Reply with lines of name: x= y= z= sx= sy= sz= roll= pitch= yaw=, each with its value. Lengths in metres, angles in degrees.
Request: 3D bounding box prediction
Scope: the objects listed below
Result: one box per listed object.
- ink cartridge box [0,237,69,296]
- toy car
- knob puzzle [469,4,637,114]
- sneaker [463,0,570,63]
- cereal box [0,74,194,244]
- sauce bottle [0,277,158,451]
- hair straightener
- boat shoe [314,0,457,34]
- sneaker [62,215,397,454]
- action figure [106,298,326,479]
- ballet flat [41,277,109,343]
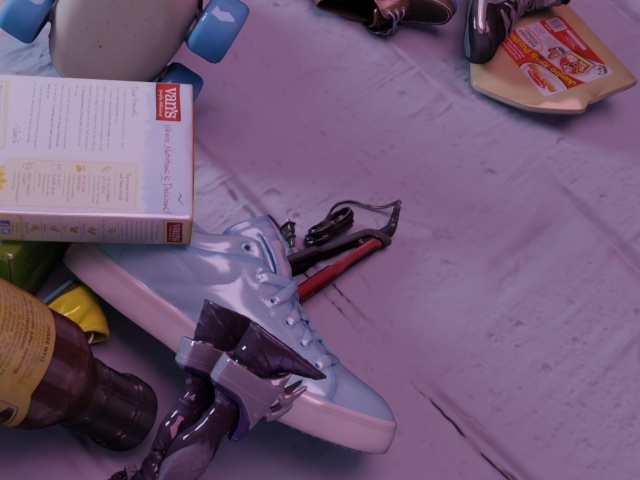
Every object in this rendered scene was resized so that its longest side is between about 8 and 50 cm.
ink cartridge box: x=-0.357 y=-0.070 z=1.226 sx=0.255 sy=0.097 sz=0.189 roll=24 pitch=52 yaw=10
toy car: x=-0.191 y=-0.285 z=1.376 sx=0.219 sy=0.210 sz=0.238 roll=31 pitch=39 yaw=-11
knob puzzle: x=0.273 y=-0.219 z=1.589 sx=0.213 sy=0.030 sz=0.213 roll=2 pitch=51 yaw=-3
sneaker: x=0.253 y=-0.304 z=1.582 sx=0.132 sy=0.086 sz=0.229 roll=7 pitch=48 yaw=3
cereal box: x=-0.237 y=-0.077 z=1.160 sx=0.240 sy=0.047 sz=0.173 roll=3 pitch=52 yaw=-8
sauce bottle: x=-0.267 y=0.092 z=1.034 sx=0.344 sy=0.111 sz=0.111 roll=38 pitch=39 yaw=-45
hair straightener: x=0.000 y=0.000 z=1.335 sx=0.230 sy=0.047 sz=0.089 roll=-33 pitch=73 yaw=-34
boat shoe: x=0.078 y=-0.289 z=1.553 sx=0.183 sy=0.066 sz=0.066 roll=10 pitch=59 yaw=-1
sneaker: x=-0.064 y=0.059 z=1.185 sx=0.366 sy=0.135 sz=0.150 roll=33 pitch=94 yaw=4
action figure: x=-0.126 y=0.193 z=1.048 sx=0.099 sy=0.185 sz=0.285 roll=38 pitch=85 yaw=-23
ballet flat: x=-0.286 y=0.118 z=1.141 sx=0.231 sy=0.077 sz=0.077 roll=-35 pitch=90 yaw=-36
